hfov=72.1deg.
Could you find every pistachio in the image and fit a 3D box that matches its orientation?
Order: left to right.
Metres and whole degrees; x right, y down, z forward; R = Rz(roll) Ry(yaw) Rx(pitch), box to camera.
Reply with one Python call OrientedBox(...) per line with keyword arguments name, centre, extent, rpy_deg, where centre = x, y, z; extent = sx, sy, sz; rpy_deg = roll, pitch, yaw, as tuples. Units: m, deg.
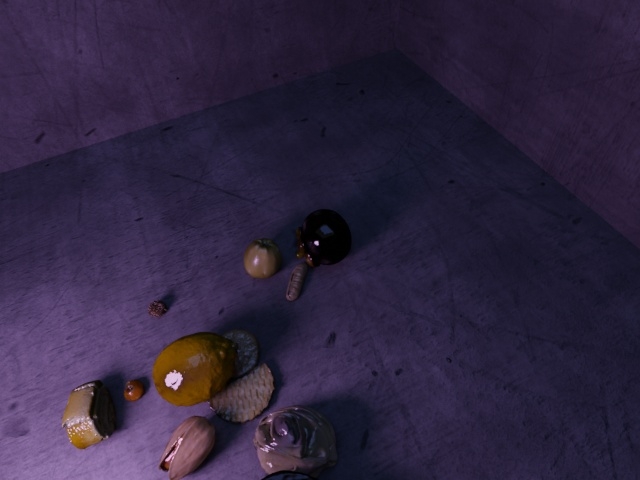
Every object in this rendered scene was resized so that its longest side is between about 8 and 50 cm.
OrientedBox(name="pistachio", centre=(-0.481, 0.746, 1.589), extent=(0.157, 0.157, 0.230), rpy_deg=(30, 72, 25))

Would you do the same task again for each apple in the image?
OrientedBox(name="apple", centre=(-0.273, 0.086, 2.084), extent=(0.199, 0.200, 0.200), rpy_deg=(-2, 51, 3))

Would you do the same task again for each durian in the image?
OrientedBox(name="durian", centre=(-0.742, 0.313, 2.007), extent=(0.091, 0.080, 0.080), rpy_deg=(11, 53, 10))

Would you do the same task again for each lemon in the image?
OrientedBox(name="lemon", centre=(-0.485, 0.492, 1.712), extent=(0.316, 0.286, 0.285), rpy_deg=(-30, 54, -30))

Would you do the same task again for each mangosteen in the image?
OrientedBox(name="mangosteen", centre=(0.000, 0.000, 2.104), extent=(0.302, 0.275, 0.275), rpy_deg=(-33, 48, 22))

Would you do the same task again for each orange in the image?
OrientedBox(name="orange", centre=(-0.756, 0.605, 1.782), extent=(0.086, 0.062, 0.086), rpy_deg=(-1, 52, 1))

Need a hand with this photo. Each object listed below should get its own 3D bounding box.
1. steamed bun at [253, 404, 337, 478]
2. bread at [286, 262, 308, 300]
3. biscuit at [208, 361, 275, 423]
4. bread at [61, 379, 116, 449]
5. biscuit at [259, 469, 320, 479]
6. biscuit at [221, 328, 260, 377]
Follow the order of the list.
OrientedBox(name="steamed bun", centre=(-0.091, 0.701, 1.556), extent=(0.280, 0.207, 0.268), rpy_deg=(-23, 53, -15))
OrientedBox(name="bread", centre=(-0.114, 0.186, 2.067), extent=(0.073, 0.053, 0.214), rpy_deg=(7, 52, 15))
OrientedBox(name="biscuit", centre=(-0.297, 0.624, 1.743), extent=(0.273, 0.036, 0.187), rpy_deg=(-25, 53, -15))
OrientedBox(name="bread", centre=(-0.878, 0.648, 1.682), extent=(0.124, 0.186, 0.257), rpy_deg=(-20, 44, -6))
OrientedBox(name="biscuit", centre=(-0.101, 0.931, 1.338), extent=(0.407, 0.091, 0.408), rpy_deg=(1, 57, -2))
OrientedBox(name="biscuit", centre=(-0.362, 0.478, 1.867), extent=(0.219, 0.033, 0.220), rpy_deg=(-2, 54, 3))
